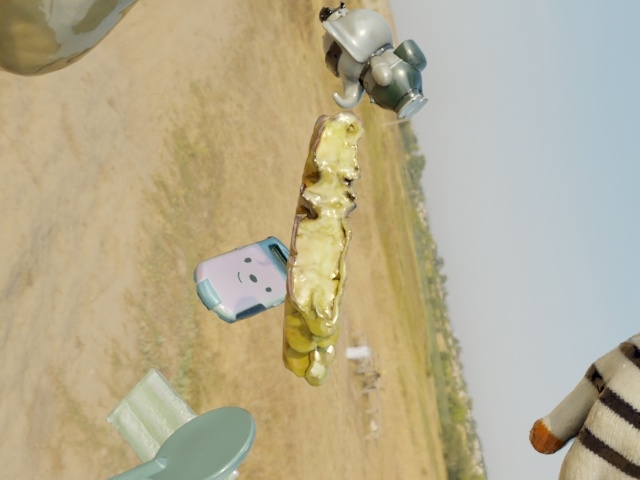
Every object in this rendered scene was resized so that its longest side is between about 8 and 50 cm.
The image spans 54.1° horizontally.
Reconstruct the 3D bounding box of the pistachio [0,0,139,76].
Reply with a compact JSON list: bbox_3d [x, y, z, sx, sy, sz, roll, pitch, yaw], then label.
[{"bbox_3d":[-0.249,-0.250,0.612,0.136,0.226,0.136,50,-5,6],"label":"pistachio"}]

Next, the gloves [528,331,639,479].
[{"bbox_3d":[0.295,0.196,0.591,0.219,0.140,0.131,-59,177,5],"label":"gloves"}]

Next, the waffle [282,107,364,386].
[{"bbox_3d":[-0.002,0.000,0.671,0.309,0.065,0.283,-95,-167,-74],"label":"waffle"}]

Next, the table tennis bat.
[{"bbox_3d":[-0.201,0.304,0.860,0.153,0.244,0.040,-121,-174,-68],"label":"table tennis bat"}]

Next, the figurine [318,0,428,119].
[{"bbox_3d":[0.064,-0.247,0.855,0.192,0.126,0.147,54,31,10],"label":"figurine"}]

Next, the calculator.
[{"bbox_3d":[-0.154,0.088,1.445,0.293,0.051,0.173,-21,66,-41],"label":"calculator"}]

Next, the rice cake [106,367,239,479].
[{"bbox_3d":[-0.247,0.337,1.052,0.237,0.127,0.043,44,-8,13],"label":"rice cake"}]
